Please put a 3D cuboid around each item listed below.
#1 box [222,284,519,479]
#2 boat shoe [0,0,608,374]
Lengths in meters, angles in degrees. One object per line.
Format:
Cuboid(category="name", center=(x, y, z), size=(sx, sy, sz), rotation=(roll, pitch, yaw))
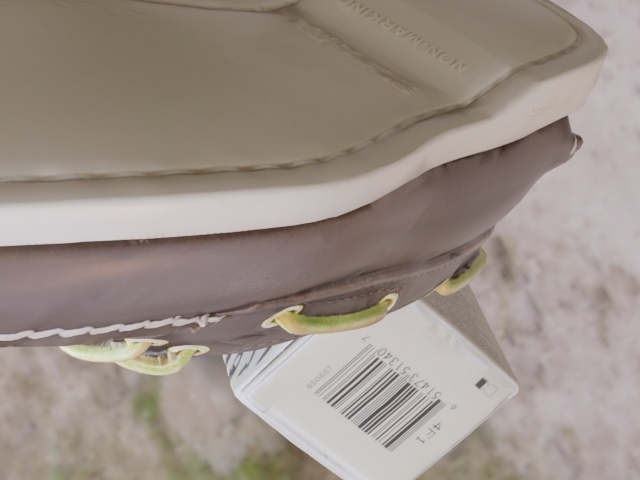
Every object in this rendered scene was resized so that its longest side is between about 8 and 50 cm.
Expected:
Cuboid(category="box", center=(0.000, 0.000, 1.021), size=(0.113, 0.094, 0.275), rotation=(40, -165, -29))
Cuboid(category="boat shoe", center=(-0.029, -0.014, 0.549), size=(0.116, 0.324, 0.096), rotation=(33, 117, 22))
